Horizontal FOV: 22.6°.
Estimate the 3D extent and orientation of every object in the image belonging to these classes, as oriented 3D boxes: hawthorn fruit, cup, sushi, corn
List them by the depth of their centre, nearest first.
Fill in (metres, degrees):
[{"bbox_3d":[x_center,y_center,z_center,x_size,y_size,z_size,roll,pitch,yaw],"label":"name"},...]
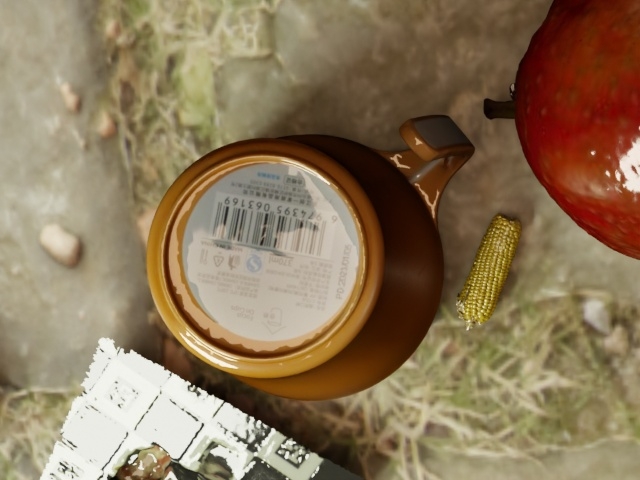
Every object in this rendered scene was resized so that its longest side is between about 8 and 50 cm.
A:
[{"bbox_3d":[0.208,-0.079,0.960,0.266,0.230,0.210,-6,88,37],"label":"hawthorn fruit"},{"bbox_3d":[0.000,0.000,0.988,0.226,0.264,0.182,-41,85,3],"label":"cup"},{"bbox_3d":[0.113,0.022,1.083,0.028,0.027,0.083,17,101,-10],"label":"corn"},{"bbox_3d":[-0.092,0.185,1.144,0.210,0.040,0.192,26,111,0],"label":"sushi"}]
